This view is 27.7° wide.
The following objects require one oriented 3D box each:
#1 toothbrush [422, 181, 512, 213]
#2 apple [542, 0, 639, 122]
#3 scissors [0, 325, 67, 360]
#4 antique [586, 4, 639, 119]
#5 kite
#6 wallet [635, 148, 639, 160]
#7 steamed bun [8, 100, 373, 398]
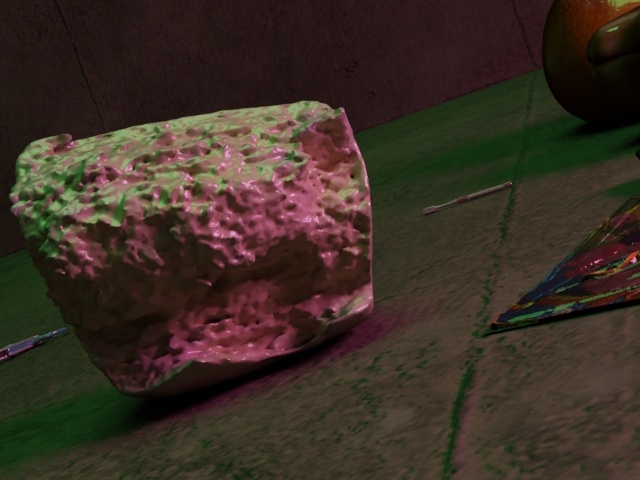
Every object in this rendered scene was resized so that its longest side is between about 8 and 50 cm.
[{"bbox_3d":[0.148,-0.043,1.313,0.097,0.006,0.008,-17,4,19],"label":"toothbrush"},{"bbox_3d":[0.359,-0.236,1.511,0.210,0.173,0.235,-22,9,-15],"label":"apple"},{"bbox_3d":[-0.328,0.117,1.394,0.058,0.014,0.119,-19,3,45],"label":"scissors"},{"bbox_3d":[0.403,-0.193,1.252,0.278,0.129,0.223,-17,8,23],"label":"antique"},{"bbox_3d":[0.201,0.007,0.776,0.234,0.016,0.321,-21,7,-9],"label":"kite"},{"bbox_3d":[0.396,-0.103,1.011,0.285,0.030,0.146,-21,10,-1],"label":"wallet"},{"bbox_3d":[-0.068,0.010,0.880,0.225,0.200,0.170,-17,47,5],"label":"steamed bun"}]
